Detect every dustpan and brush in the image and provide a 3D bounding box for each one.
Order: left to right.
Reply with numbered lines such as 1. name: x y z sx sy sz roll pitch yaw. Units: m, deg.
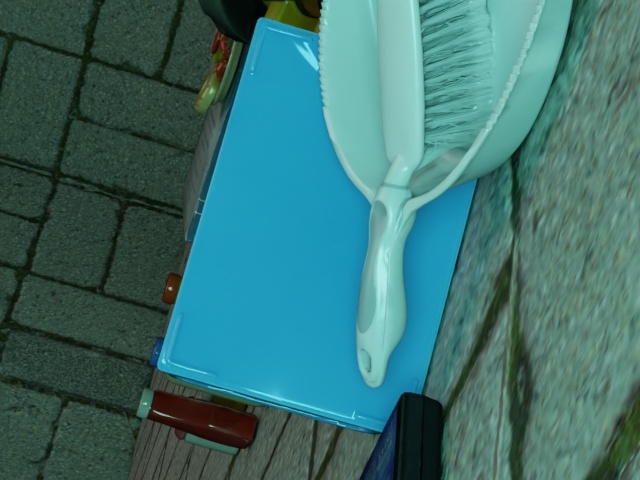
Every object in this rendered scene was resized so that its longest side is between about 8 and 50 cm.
1. dustpan and brush: 0.041 -0.043 0.702 0.147 0.060 0.211 14 109 53

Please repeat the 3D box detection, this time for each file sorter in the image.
1. file sorter: 0.000 0.000 0.795 0.104 0.118 0.170 128 157 -79

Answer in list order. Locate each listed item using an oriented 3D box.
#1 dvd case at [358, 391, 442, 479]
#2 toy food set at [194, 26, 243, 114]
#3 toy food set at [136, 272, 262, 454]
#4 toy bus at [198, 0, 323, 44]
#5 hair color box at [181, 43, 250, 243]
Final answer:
1. dvd case: 0.007 0.205 0.642 0.253 0.022 0.180 -82 12 -53
2. toy food set: -0.077 -0.145 1.288 0.083 0.020 0.082 116 166 -45
3. toy food set: -0.098 0.108 1.359 0.232 0.105 0.111 124 161 -69
4. toy bus: 0.003 -0.205 0.829 0.149 0.220 0.211 22 89 44
5. hair color box: -0.016 -0.165 1.350 0.174 0.105 0.347 -113 40 -74
